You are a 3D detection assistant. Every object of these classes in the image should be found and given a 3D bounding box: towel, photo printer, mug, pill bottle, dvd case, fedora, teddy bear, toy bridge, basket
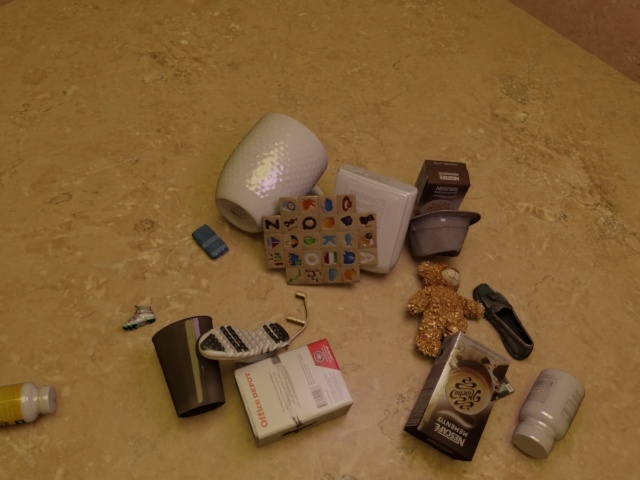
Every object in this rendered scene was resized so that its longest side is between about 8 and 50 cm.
[{"bbox_3d":[-0.353,0.005,1.879,0.067,0.029,0.119,-35,68,-26],"label":"towel"},{"bbox_3d":[0.145,-0.055,1.822,0.256,0.307,0.107,21,29,20],"label":"photo printer"},{"bbox_3d":[-0.140,-0.167,1.901,0.374,0.276,0.328,42,64,-16],"label":"mug"},{"bbox_3d":[0.628,0.480,1.630,0.131,0.131,0.229,35,59,15],"label":"pill bottle"},{"bbox_3d":[0.496,0.426,1.720,0.120,0.013,0.087,-19,61,-17],"label":"dvd case"},{"bbox_3d":[-0.786,0.420,1.508,0.184,0.103,0.103,-6,58,-10],"label":"pill bottle"},{"bbox_3d":[0.374,-0.010,1.865,0.244,0.275,0.124,4,81,-28],"label":"fedora"},{"bbox_3d":[0.378,0.208,1.790,0.245,0.113,0.337,24,58,6],"label":"teddy bear"},{"bbox_3d":[-0.070,0.241,1.762,0.063,0.026,0.188,17,57,3],"label":"toy bridge"},{"bbox_3d":[-0.345,0.344,1.578,0.154,0.204,0.226,2,59,-44],"label":"basket"}]

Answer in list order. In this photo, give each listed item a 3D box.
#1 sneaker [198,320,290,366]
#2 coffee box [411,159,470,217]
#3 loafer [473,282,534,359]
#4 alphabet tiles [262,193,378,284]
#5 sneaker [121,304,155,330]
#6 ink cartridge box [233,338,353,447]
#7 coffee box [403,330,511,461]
[{"bbox_3d":[-0.211,0.296,1.585,0.292,0.118,0.110,7,36,-49],"label":"sneaker"},{"bbox_3d":[0.383,-0.147,1.940,0.141,0.246,0.098,3,57,-5],"label":"coffee box"},{"bbox_3d":[0.572,0.234,1.812,0.096,0.084,0.267,-19,61,-18],"label":"loafer"},{"bbox_3d":[0.000,0.000,1.777,0.343,0.284,0.011,-2,20,7],"label":"alphabet tiles"},{"bbox_3d":[-0.537,0.219,1.713,0.098,0.038,0.069,-15,58,-27],"label":"sneaker"},{"bbox_3d":[-0.078,0.412,1.596,0.273,0.114,0.196,-16,61,-17],"label":"ink cartridge box"},{"bbox_3d":[0.373,0.423,1.602,0.168,0.119,0.297,30,68,0],"label":"coffee box"}]
